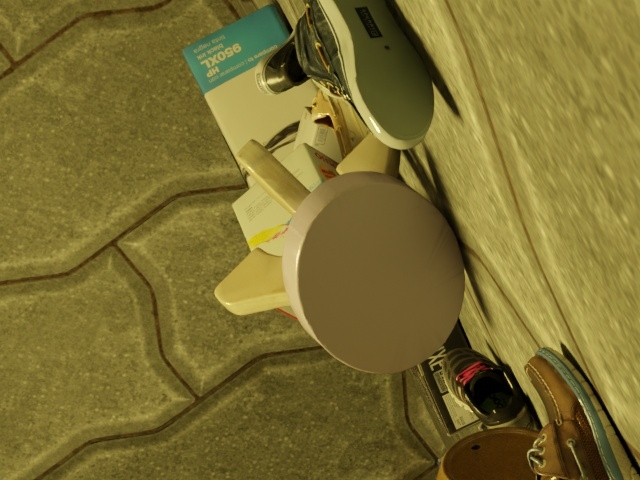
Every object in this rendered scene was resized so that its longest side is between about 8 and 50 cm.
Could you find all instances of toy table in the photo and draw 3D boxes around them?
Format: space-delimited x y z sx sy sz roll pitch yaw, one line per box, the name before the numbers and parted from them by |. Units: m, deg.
toy table | 0.022 0.004 1.418 0.161 0.252 0.274 40 162 43

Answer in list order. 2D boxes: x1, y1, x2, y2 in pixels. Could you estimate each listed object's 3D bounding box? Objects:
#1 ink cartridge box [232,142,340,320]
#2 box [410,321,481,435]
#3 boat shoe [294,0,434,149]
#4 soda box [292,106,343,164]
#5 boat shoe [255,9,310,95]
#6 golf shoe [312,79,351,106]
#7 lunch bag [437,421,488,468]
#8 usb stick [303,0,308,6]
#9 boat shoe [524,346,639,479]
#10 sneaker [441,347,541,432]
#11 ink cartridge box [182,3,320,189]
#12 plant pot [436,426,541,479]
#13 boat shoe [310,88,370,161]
ink cartridge box | 0.000 0.000 1.661 0.128 0.127 0.176 30 -153 -46
box | 0.117 0.075 1.871 0.307 0.076 0.242 65 178 -28
boat shoe | 0.033 -0.132 1.102 0.083 0.065 0.183 117 140 -52
soda box | -0.008 -0.059 1.814 0.074 0.069 0.216 -123 45 -63
boat shoe | -0.007 -0.181 1.307 0.040 0.142 0.049 -3 126 43
golf shoe | 0.043 -0.131 1.249 0.086 0.069 0.176 57 180 -7
lunch bag | 0.253 0.377 1.765 0.303 0.115 0.243 63 -179 7
usb stick | -0.020 -0.278 1.182 0.278 0.045 0.077 66 179 -46
boat shoe | 0.192 0.163 1.048 0.183 0.066 0.066 62 178 33
sneaker | 0.179 0.158 1.514 0.170 0.063 0.075 53 171 52
ink cartridge box | -0.037 -0.116 2.157 0.395 0.166 0.285 62 178 24
plant pot | 0.189 0.322 1.372 0.237 0.237 0.254 -120 17 -65
boat shoe | 0.016 -0.158 1.698 0.170 0.059 0.063 63 178 21
